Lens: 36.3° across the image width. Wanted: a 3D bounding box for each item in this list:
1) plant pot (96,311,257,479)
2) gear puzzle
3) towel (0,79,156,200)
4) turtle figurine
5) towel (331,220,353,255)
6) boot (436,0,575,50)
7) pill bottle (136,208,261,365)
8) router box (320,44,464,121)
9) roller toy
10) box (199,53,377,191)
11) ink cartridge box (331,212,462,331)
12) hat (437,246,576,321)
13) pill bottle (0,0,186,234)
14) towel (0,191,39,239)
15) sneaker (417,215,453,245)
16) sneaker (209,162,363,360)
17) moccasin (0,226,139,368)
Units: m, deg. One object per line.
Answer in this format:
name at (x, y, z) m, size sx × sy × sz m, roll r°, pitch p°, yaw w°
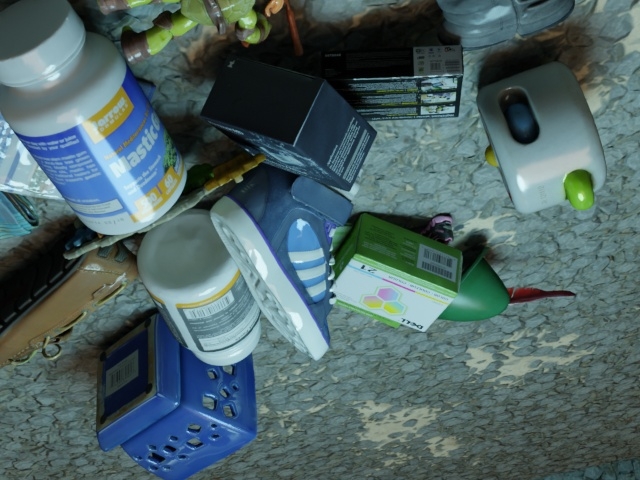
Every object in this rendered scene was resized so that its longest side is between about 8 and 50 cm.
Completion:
plant pot at (-0.270, 0.270, 1.753) m, size 0.236 × 0.236 × 0.212 m, roll -35°, pitch 135°, yaw 29°
gear puzzle at (-0.208, -0.060, 1.294) m, size 0.339 × 0.044 × 0.175 m, roll -17°, pitch -164°, yaw 41°
towel at (-0.372, -0.147, 1.218) m, size 0.285 × 0.034 × 0.209 m, roll 11°, pitch 123°, yaw -35°
turtle figurine at (-0.127, -0.267, 1.107) m, size 0.217 × 0.087 × 0.269 m, roll -17°, pitch 147°, yaw 6°
towel at (-0.034, -0.002, 1.612) m, size 0.152 × 0.023 × 0.113 m, roll 1°, pitch 147°, yaw -25°
boot at (0.148, -0.297, 1.147) m, size 0.338 × 0.118 × 0.223 m, roll -6°, pitch 155°, yaw 1°
pill bottle at (-0.181, 0.084, 1.557) m, size 0.162 × 0.162 × 0.278 m, roll -13°, pitch 149°, yaw 0°
router box at (0.093, -0.201, 1.266) m, size 0.179 × 0.046 × 0.133 m, roll -1°, pitch 163°, yaw 5°
roller toy at (0.300, -0.141, 1.362) m, size 0.146 × 0.209 × 0.191 m, roll -19°, pitch 108°, yaw 9°
box at (-0.038, -0.147, 1.232) m, size 0.156 × 0.093 × 0.158 m, roll 21°, pitch 172°, yaw 33°
ink cartridge box at (0.102, 0.090, 1.673) m, size 0.188 × 0.097 × 0.255 m, roll 21°, pitch 139°, yaw -10°
hat at (0.311, 0.127, 1.727) m, size 0.208 × 0.183 × 0.173 m, roll -50°, pitch 175°, yaw 16°
pill bottle at (-0.276, -0.145, 1.138) m, size 0.152 × 0.152 × 0.272 m, roll -18°, pitch 137°, yaw 8°
towel at (-0.612, -0.036, 1.333) m, size 0.370 × 0.040 × 0.271 m, roll -18°, pitch 146°, yaw 7°
sneaker at (0.189, 0.009, 1.671) m, size 0.047 × 0.057 × 0.119 m, roll 5°, pitch 144°, yaw -30°
sneaker at (0.000, 0.000, 1.435) m, size 0.236 × 0.130 × 0.323 m, roll -40°, pitch 125°, yaw -17°
moccasin at (-0.438, 0.113, 1.548) m, size 0.380 × 0.139 × 0.147 m, roll -39°, pitch 132°, yaw 20°
